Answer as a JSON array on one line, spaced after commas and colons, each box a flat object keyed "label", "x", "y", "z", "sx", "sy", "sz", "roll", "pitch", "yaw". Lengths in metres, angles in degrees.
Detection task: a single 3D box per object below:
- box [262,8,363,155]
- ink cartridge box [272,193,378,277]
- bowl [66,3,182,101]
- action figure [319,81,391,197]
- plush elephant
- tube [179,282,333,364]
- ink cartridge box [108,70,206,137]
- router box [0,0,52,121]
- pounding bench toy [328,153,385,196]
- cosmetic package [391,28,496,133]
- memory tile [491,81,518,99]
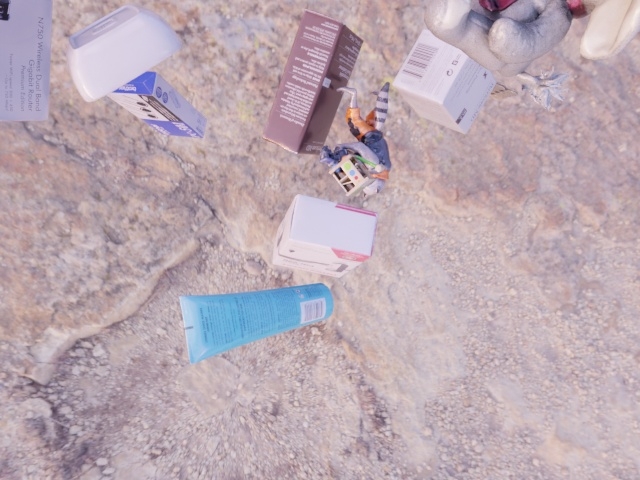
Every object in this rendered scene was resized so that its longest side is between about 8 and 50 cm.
[{"label": "box", "x": -0.022, "y": -0.458, "z": 1.426, "sx": 0.143, "sy": 0.191, "sz": 0.382, "roll": 28, "pitch": 108, "yaw": 16}, {"label": "ink cartridge box", "x": 0.000, "y": 0.000, "z": 0.935, "sx": 0.158, "sy": 0.218, "sz": 0.092, "roll": 12, "pitch": 75, "yaw": -10}, {"label": "bowl", "x": -0.253, "y": -0.243, "z": 0.589, "sx": 0.141, "sy": 0.053, "sz": 0.142, "roll": -34, "pitch": 41, "yaw": -8}, {"label": "action figure", "x": 0.132, "y": -0.295, "z": 1.424, "sx": 0.178, "sy": 0.341, "sz": 0.331, "roll": -4, "pitch": 97, "yaw": 28}, {"label": "plush elephant", "x": 0.331, "y": -0.366, "z": 0.670, "sx": 0.329, "sy": 0.255, "sz": 0.272, "roll": 32, "pitch": 44, "yaw": -19}, {"label": "tube", "x": -0.077, "y": 0.096, "z": 0.618, "sx": 0.207, "sy": 0.052, "sz": 0.080, "roll": -6, "pitch": 75, "yaw": -37}, {"label": "ink cartridge box", "x": -0.303, "y": -0.252, "z": 0.898, "sx": 0.097, "sy": 0.207, "sz": 0.046, "roll": 7, "pitch": 84, "yaw": 12}, {"label": "router box", "x": -0.478, "y": -0.317, "z": 0.575, "sx": 0.082, "sy": 0.301, "sz": 0.336, "roll": 19, "pitch": 111, "yaw": 13}, {"label": "pounding bench toy", "x": 0.068, "y": -0.131, "z": 0.871, "sx": 0.083, "sy": 0.052, "sz": 0.065, "roll": -39, "pitch": 82, "yaw": 20}, {"label": "cosmetic package", "x": 0.301, "y": -0.379, "z": 1.146, "sx": 0.151, "sy": 0.183, "sz": 0.151, "roll": 35, "pitch": 100, "yaw": 35}, {"label": "memory tile", "x": 0.475, "y": -0.423, "z": 1.312, "sx": 0.113, "sy": 0.148, "sz": 0.012, "roll": 23, "pitch": 101, "yaw": -4}]
